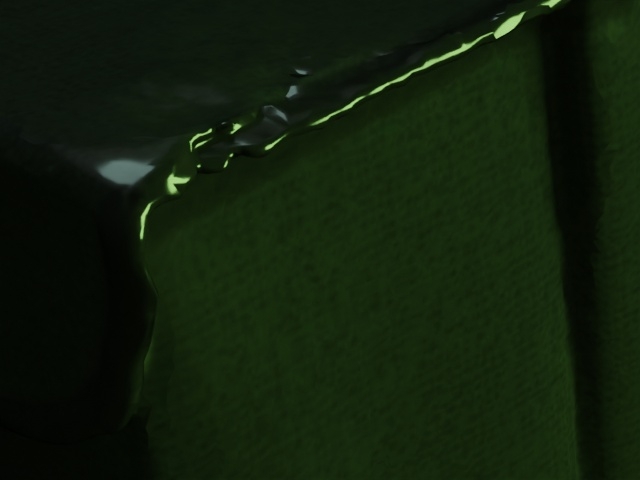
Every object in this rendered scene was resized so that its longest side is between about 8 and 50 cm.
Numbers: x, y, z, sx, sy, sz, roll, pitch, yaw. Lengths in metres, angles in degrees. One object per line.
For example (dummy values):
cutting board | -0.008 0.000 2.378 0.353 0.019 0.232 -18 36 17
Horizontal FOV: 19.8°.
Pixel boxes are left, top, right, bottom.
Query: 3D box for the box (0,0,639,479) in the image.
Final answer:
box | -0.047 -0.011 0.530 0.251 0.204 0.345 -29 33 -33
